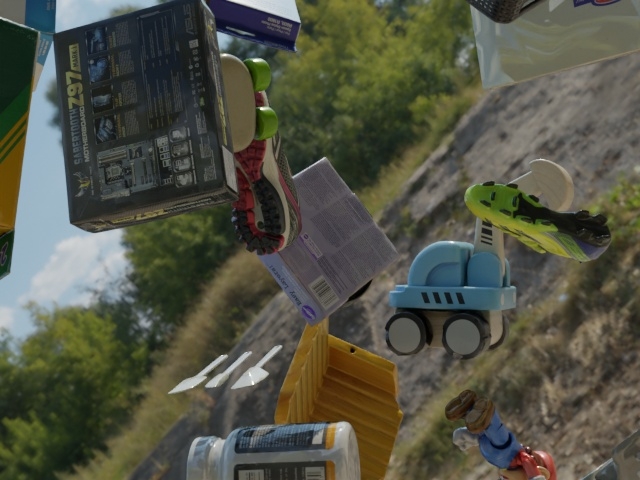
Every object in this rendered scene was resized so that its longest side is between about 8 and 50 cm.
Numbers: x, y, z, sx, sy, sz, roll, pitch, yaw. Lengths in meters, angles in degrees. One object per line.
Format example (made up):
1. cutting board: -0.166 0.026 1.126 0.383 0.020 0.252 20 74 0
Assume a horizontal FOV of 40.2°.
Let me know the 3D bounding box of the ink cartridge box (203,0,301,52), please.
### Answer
1. ink cartridge box: -0.149 -0.442 1.659 0.224 0.223 0.045 -102 29 -55

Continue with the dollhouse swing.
1. dollhouse swing: 0.057 0.369 1.955 0.305 0.315 0.347 115 178 -53

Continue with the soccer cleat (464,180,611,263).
1. soccer cleat: 0.385 -0.021 1.587 0.121 0.289 0.093 120 163 -50

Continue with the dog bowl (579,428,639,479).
1. dog bowl: 0.595 0.363 1.503 0.348 0.102 0.349 -31 -24 -15

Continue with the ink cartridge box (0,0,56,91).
1. ink cartridge box: -0.571 -0.379 1.442 0.232 0.168 0.171 8 -28 -27

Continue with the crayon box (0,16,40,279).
1. crayon box: -0.441 -0.093 1.085 0.083 0.323 0.203 15 -26 -36

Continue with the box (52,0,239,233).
1. box: -0.197 -0.140 0.975 0.183 0.233 0.059 -12 -15 10

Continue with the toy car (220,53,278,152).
1. toy car: -0.188 -0.208 1.368 0.155 0.149 0.188 -16 12 -41

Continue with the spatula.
1. spatula: -0.162 0.243 1.636 0.168 0.019 0.242 -13 4 16

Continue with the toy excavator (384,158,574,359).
1. toy excavator: 0.366 0.045 2.036 0.432 0.446 0.222 -2 -1 27

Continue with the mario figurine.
1. mario figurine: 0.392 0.488 1.911 0.170 0.320 0.198 -33 20 21

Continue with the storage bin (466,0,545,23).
1. storage bin: 0.232 -0.394 1.191 0.122 0.180 0.084 -35 -24 -25

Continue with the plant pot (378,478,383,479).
1. plant pot: 0.155 0.597 1.612 0.215 0.230 0.215 -50 -22 -28

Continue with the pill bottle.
1. pill bottle: -0.077 0.398 1.506 0.278 0.162 0.162 -5 3 10

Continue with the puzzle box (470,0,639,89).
1. puzzle box: 0.452 -0.453 1.631 0.052 0.272 0.408 -11 3 -38

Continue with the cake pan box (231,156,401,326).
1. cake pan box: 0.000 0.000 1.668 0.245 0.267 0.070 -37 -1 -38

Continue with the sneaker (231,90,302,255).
1. sneaker: -0.107 -0.128 1.474 0.120 0.299 0.112 -5 9 28
